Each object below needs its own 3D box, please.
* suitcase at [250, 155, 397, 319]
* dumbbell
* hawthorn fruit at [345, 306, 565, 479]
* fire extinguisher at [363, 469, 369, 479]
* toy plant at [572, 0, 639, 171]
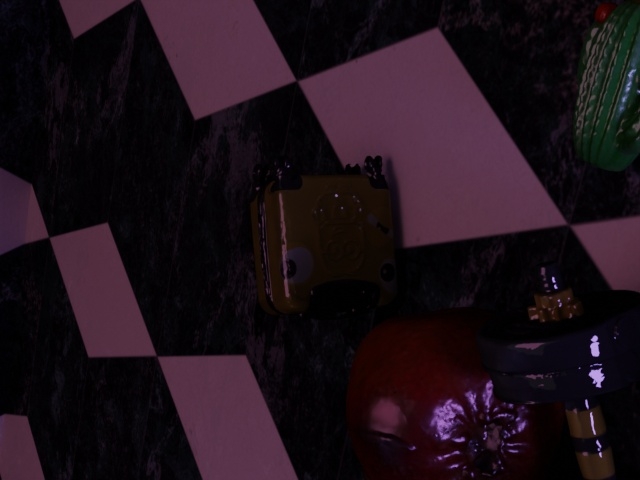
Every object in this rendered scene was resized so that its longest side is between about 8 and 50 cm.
[{"bbox_3d":[0.000,0.000,1.726,0.143,0.194,0.235,163,104,-64],"label":"suitcase"},{"bbox_3d":[0.282,0.209,1.240,0.185,0.185,0.388,-5,103,57],"label":"dumbbell"},{"bbox_3d":[0.150,0.201,1.450,0.307,0.265,0.265,-157,69,-72],"label":"hawthorn fruit"},{"bbox_3d":[0.083,0.361,1.744,0.056,0.039,0.132,-2,89,25],"label":"fire extinguisher"},{"bbox_3d":[0.332,-0.196,1.304,0.154,0.088,0.240,164,111,-71],"label":"toy plant"}]
